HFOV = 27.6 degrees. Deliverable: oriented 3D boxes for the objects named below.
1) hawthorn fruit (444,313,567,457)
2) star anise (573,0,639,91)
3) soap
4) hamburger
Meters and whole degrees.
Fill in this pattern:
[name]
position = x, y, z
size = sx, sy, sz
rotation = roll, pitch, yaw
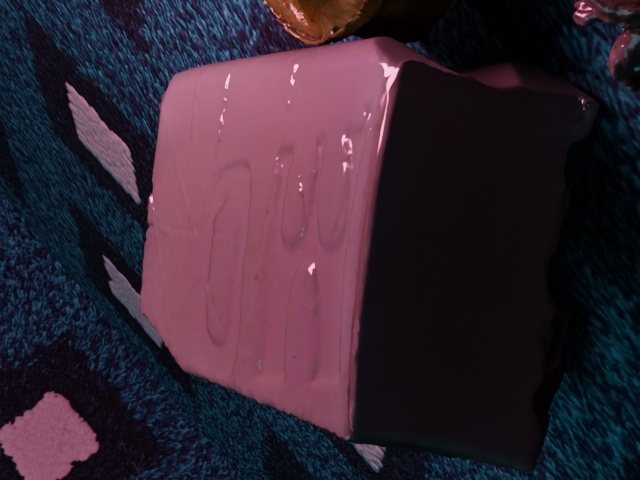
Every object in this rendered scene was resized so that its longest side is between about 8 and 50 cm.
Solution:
[hawthorn fruit]
position = 0.147, 0.107, 1.358
size = 0.215, 0.215, 0.249
rotation = 44, 155, 27
[star anise]
position = 0.228, -0.177, 0.887
size = 0.231, 0.089, 0.209
rotation = 29, 142, 28
[soap]
position = 0.016, 0.001, 1.213
size = 0.435, 0.213, 0.350
rotation = 9, 94, 58
[hamburger]
position = 0.029, -0.262, 1.128
size = 0.211, 0.132, 0.309
rotation = 55, 160, -4
